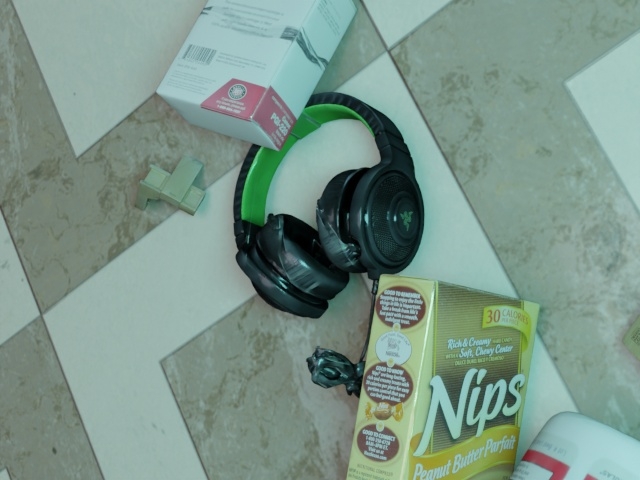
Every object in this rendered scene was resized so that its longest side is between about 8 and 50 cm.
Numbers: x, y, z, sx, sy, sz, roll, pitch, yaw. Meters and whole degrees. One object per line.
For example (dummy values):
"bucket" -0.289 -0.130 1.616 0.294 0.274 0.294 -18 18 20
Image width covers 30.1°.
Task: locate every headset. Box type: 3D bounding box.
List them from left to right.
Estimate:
"headset" 0.000 0.000 1.393 0.243 0.185 0.394 -31 60 27

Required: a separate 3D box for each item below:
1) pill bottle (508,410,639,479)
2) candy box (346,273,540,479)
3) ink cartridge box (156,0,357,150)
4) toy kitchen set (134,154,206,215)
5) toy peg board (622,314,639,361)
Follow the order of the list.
"pill bottle" 0.213 0.387 1.126 0.229 0.229 0.407 30 80 30
"candy box" 0.127 0.206 1.275 0.087 0.183 0.316 6 85 47
"ink cartridge box" -0.077 -0.238 1.474 0.159 0.092 0.218 19 76 32
"toy kitchen set" -0.198 -0.070 1.619 0.083 0.075 0.068 28 61 -1
"toy peg board" 0.412 0.092 1.186 0.161 0.079 0.160 -57 32 15
